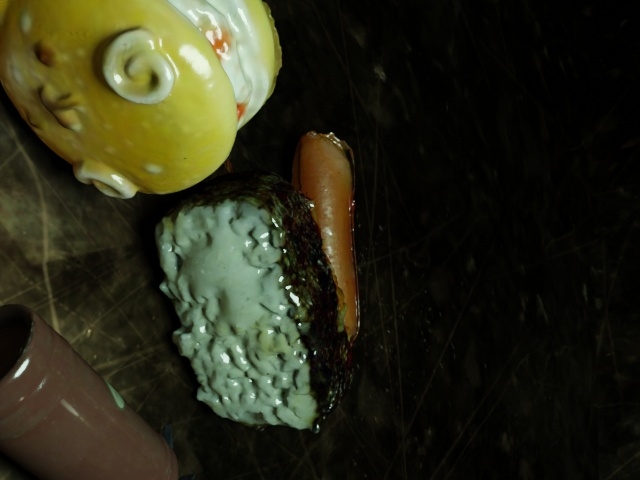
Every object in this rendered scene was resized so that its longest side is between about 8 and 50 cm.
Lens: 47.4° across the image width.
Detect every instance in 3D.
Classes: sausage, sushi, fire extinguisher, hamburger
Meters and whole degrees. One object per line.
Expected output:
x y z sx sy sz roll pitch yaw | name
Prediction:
0.000 0.000 1.071 0.102 0.102 0.330 18 67 -50 | sausage
-0.080 0.063 0.889 0.182 0.197 0.343 -50 127 -70 | sushi
-0.210 0.188 0.704 0.138 0.102 0.344 -90 161 -43 | fire extinguisher
-0.208 -0.185 0.727 0.303 0.261 0.186 43 49 -13 | hamburger
